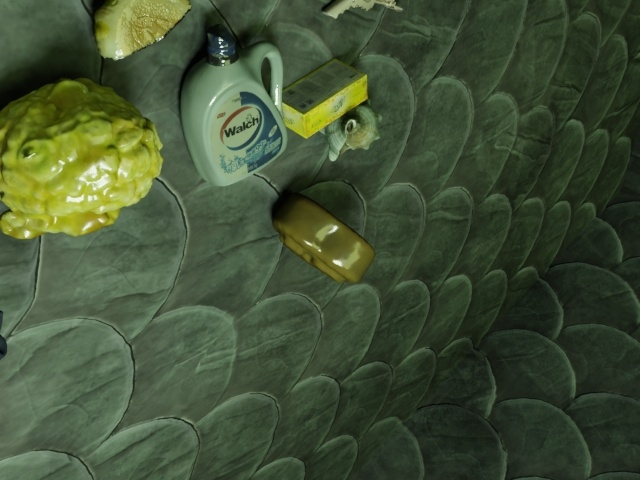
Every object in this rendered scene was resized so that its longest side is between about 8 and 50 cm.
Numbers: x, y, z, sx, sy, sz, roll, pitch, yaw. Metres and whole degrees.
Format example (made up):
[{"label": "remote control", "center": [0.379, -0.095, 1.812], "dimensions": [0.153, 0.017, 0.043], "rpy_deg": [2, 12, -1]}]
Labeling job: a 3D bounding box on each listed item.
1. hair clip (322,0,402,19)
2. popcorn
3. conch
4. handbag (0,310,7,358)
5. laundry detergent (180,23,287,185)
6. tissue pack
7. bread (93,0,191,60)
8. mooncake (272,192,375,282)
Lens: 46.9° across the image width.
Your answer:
[{"label": "hair clip", "center": [0.090, -0.482, 1.463], "dimensions": [0.226, 0.034, 0.072], "rpy_deg": [-20, 131, -40]}, {"label": "popcorn", "center": [-0.364, -0.108, 1.068], "dimensions": [0.251, 0.206, 0.237], "rpy_deg": [-51, 164, 15]}, {"label": "conch", "center": [0.051, -0.241, 1.575], "dimensions": [0.137, 0.114, 0.234], "rpy_deg": [-53, 164, 27]}, {"label": "handbag", "center": [-0.642, 0.224, 1.073], "dimensions": [0.329, 0.122, 0.303], "rpy_deg": [-4, 121, -50]}, {"label": "laundry detergent", "center": [-0.148, -0.252, 1.299], "dimensions": [0.215, 0.105, 0.281], "rpy_deg": [-33, 141, -30]}, {"label": "tissue pack", "center": [0.001, -0.285, 1.471], "dimensions": [0.176, 0.095, 0.062], "rpy_deg": [-37, 143, -27]}, {"label": "bread", "center": [-0.274, -0.332, 1.077], "dimensions": [0.157, 0.083, 0.094], "rpy_deg": [-51, 145, -9]}, {"label": "mooncake", "center": [0.000, 0.000, 1.630], "dimensions": [0.117, 0.234, 0.235], "rpy_deg": [-55, 148, -6]}]
